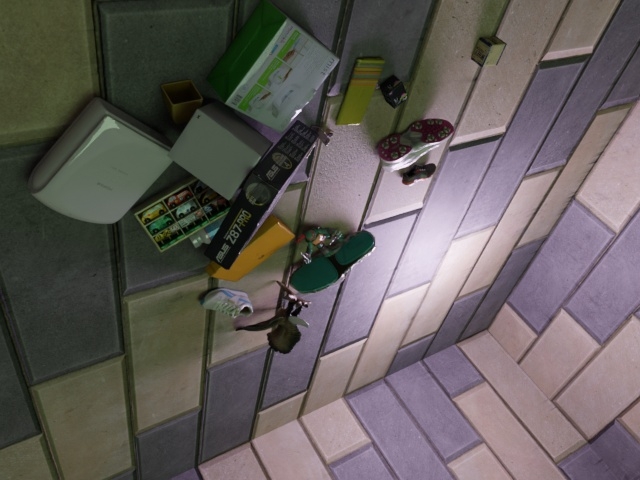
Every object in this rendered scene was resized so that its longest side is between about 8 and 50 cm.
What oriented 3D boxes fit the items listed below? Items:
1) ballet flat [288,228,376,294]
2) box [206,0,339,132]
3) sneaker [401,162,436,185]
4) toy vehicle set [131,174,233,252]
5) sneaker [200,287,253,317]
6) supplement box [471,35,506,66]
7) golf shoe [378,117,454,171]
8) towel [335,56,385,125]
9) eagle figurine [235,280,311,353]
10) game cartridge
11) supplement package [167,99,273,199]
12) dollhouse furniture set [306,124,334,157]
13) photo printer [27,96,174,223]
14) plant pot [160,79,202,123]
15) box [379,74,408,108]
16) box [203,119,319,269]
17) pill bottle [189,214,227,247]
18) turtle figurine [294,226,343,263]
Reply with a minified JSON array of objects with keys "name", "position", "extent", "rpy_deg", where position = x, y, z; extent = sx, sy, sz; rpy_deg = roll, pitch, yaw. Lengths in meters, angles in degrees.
[{"name":"ballet flat","position":[0.056,0.102,2.352],"extent":[0.409,0.147,0.147],"rpy_deg":[-30,147,-11]},{"name":"box","position":[-0.120,-0.447,1.495],"extent":[0.262,0.127,0.231],"rpy_deg":[-50,146,18]},{"name":"sneaker","position":[0.395,-0.275,2.265],"extent":[0.158,0.061,0.065],"rpy_deg":[-29,140,-13]},{"name":"toy vehicle set","position":[-0.405,-0.095,1.709],"extent":[0.267,0.035,0.166],"rpy_deg":[-32,133,-9]},{"name":"sneaker","position":[-0.351,0.242,2.165],"extent":[0.229,0.092,0.087],"rpy_deg":[8,128,-47]},{"name":"supplement box","position":[0.582,-0.654,1.971],"extent":[0.083,0.056,0.083],"rpy_deg":[-16,142,-30]},{"name":"golf shoe","position":[0.346,-0.350,2.095],"extent":[0.306,0.115,0.140],"rpy_deg":[-23,156,-10]},{"name":"towel","position":[0.121,-0.469,1.800],"extent":[0.102,0.021,0.237],"rpy_deg":[-8,138,-30]},{"name":"eagle figurine","position":[-0.175,0.345,2.379],"extent":[0.298,0.226,0.225],"rpy_deg":[-49,166,8]},{"name":"game cartridge","position":[-0.234,0.033,1.947],"extent":[0.285,0.052,0.323],"rpy_deg":[-38,169,1]},{"name":"supplement package","position":[-0.255,-0.240,1.486],"extent":[0.149,0.194,0.203],"rpy_deg":[-51,-171,18]},{"name":"dollhouse furniture set","position":[-0.002,-0.297,1.834],"extent":[0.091,0.081,0.114],"rpy_deg":[2,131,-45]},{"name":"photo printer","position":[-0.552,-0.179,1.434],"extent":[0.307,0.107,0.256],"rpy_deg":[-44,147,10]},{"name":"plant pot","position":[-0.353,-0.345,1.448],"extent":[0.081,0.081,0.083],"rpy_deg":[-20,150,-26]},{"name":"box","position":[0.240,-0.485,1.859],"extent":[0.062,0.052,0.083],"rpy_deg":[-40,147,1]},{"name":"box","position":[-0.161,-0.138,1.628],"extent":[0.318,0.097,0.395],"rpy_deg":[-50,-172,35]},{"name":"pill bottle","position":[-0.345,-0.044,1.819],"extent":[0.160,0.087,0.087],"rpy_deg":[-31,147,-10]},{"name":"turtle figurine","position":[0.000,0.000,2.177],"extent":[0.175,0.118,0.234],"rpy_deg":[-38,162,17]}]
